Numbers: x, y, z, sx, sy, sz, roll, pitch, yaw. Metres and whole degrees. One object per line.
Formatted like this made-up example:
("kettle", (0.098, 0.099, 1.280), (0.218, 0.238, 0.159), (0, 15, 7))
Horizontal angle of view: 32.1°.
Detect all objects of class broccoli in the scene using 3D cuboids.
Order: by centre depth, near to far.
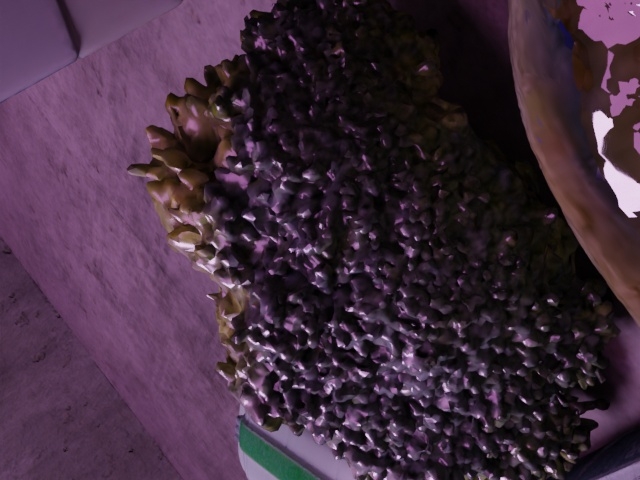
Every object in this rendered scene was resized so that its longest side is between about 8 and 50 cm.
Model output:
("broccoli", (0.002, -0.025, 0.764), (0.353, 0.274, 0.397), (94, 153, -45))

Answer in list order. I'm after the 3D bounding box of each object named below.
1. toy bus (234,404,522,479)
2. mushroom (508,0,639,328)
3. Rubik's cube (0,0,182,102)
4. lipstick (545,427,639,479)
("toy bus", (0.038, 0.187, 0.964), (0.276, 0.164, 0.134), (17, 105, 58))
("mushroom", (0.188, -0.031, 0.432), (0.344, 0.130, 0.247), (56, 163, -5))
("Rubik's cube", (-0.360, -0.311, 0.855), (0.346, 0.344, 0.347), (40, 153, 37))
("lipstick", (0.217, 0.166, 0.733), (0.076, 0.077, 0.290), (50, 157, 12))
